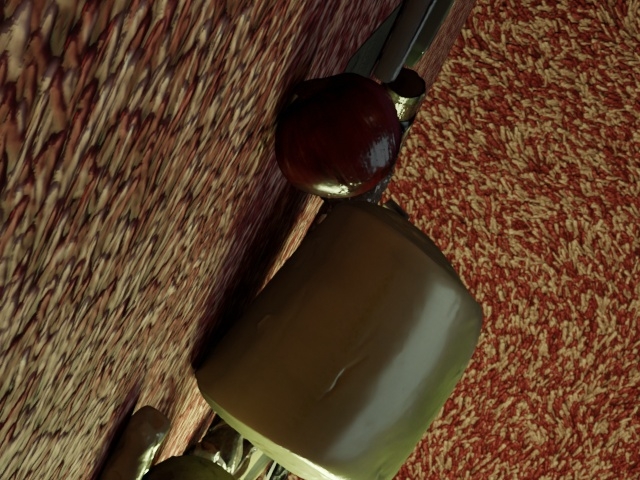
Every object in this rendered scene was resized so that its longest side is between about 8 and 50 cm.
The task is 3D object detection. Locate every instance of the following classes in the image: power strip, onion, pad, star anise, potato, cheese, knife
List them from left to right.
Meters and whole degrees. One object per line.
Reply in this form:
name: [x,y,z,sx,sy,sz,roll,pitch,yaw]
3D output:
cheese: [-0.208,0.252,1.079,0.194,0.043,0.065,-62,171,25]
potato: [-0.179,0.375,1.405,0.165,0.165,0.262,-60,-178,-26]
star anise: [-0.204,0.426,1.830,0.223,0.109,0.236,-41,145,-65]
onion: [0.016,-0.101,1.012,0.131,0.131,0.131,-62,176,-8]
pad: [0.051,-0.218,1.424,0.159,0.009,0.265,-66,175,33]
knife: [0.148,-0.351,1.521,0.073,0.041,0.265,-83,-162,-69]
power strip: [0.173,-0.371,1.665,0.215,0.061,0.145,-60,-178,-14]

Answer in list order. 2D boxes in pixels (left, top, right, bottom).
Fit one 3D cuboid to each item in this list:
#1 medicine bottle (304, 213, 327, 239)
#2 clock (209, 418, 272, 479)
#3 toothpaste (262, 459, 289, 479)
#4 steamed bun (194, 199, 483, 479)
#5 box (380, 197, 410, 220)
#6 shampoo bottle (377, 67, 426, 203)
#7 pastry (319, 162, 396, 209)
medicine bottle: [0.000,0.000,1.897,0.089,0.052,0.052,-61,176,-17]
clock: [-0.135,0.396,2.102,0.284,0.114,0.309,-54,169,2]
toothpaste: [-0.072,0.440,2.129,0.071,0.045,0.193,-34,154,-52]
steamed bun: [0.049,0.157,1.461,0.371,0.290,0.456,-50,172,-4]
box: [0.026,0.069,2.009,0.353,0.069,0.214,-45,178,8]
shampoo bottle: [0.109,-0.174,1.900,0.129,0.084,0.323,-61,176,-39]
pastry: [0.062,-0.110,1.606,0.112,0.103,0.265,-56,180,14]
